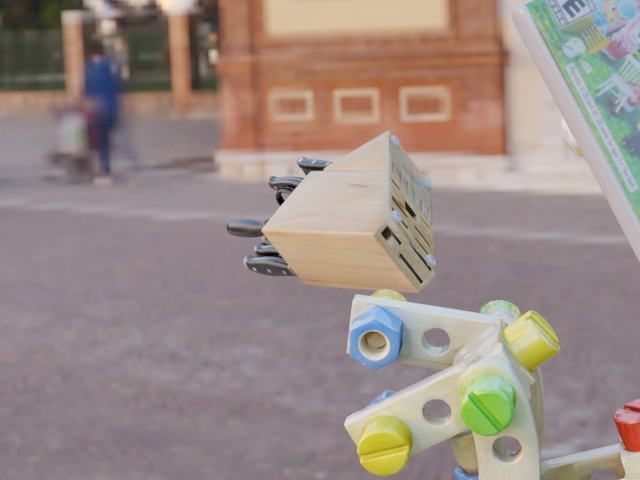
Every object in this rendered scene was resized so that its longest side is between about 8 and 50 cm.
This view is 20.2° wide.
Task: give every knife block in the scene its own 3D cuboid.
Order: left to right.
[{"bbox_3d":[0.000,0.000,1.916,0.242,0.088,0.275,-31,26,19],"label":"knife block"}]

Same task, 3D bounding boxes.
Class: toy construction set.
[{"bbox_3d":[0.185,0.102,0.987,0.328,0.215,0.151,-11,17,28],"label":"toy construction set"}]

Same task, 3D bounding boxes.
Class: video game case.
[{"bbox_3d":[0.251,-0.093,1.129,0.193,0.212,0.023,-28,0,-13],"label":"video game case"}]

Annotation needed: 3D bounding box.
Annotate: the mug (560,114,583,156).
[{"bbox_3d":[0.209,-0.080,1.261,0.064,0.062,0.078,4,6,-40],"label":"mug"}]
